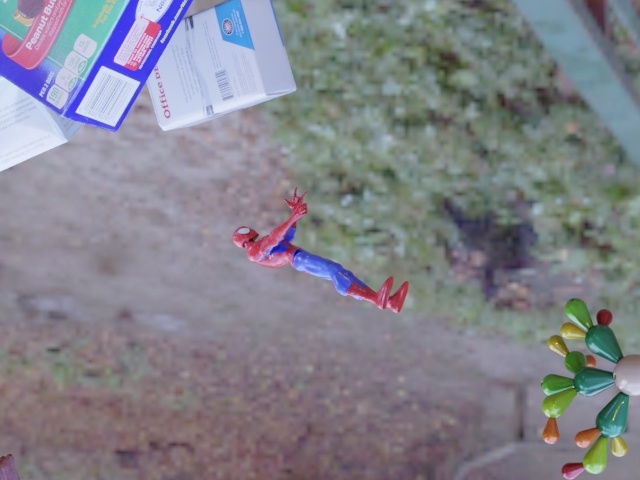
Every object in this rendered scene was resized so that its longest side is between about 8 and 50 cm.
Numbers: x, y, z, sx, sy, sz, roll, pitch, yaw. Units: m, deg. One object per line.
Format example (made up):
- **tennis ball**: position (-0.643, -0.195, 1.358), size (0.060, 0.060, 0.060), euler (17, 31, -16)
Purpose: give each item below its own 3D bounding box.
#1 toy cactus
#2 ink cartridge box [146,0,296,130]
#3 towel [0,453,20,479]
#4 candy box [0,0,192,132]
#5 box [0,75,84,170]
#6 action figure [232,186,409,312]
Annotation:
- **toy cactus**: position (0.353, 0.176, 1.830), size (0.180, 0.219, 0.112), euler (-16, 151, 41)
- **ink cartridge box**: position (-0.145, -0.244, 2.072), size (0.190, 0.140, 0.082), euler (-15, -178, 36)
- **towel**: position (-0.283, 0.339, 1.094), size (0.037, 0.237, 0.329), euler (-3, -157, 20)
- **candy box**: position (-0.309, -0.318, 1.727), size (0.317, 0.268, 0.122), euler (34, -173, 26)
- **box**: position (-0.395, -0.186, 1.977), size (0.181, 0.182, 0.119), euler (-20, 113, 27)
- **action figure**: position (0.000, 0.000, 2.176), size (0.280, 0.139, 0.091), euler (16, 177, 26)
